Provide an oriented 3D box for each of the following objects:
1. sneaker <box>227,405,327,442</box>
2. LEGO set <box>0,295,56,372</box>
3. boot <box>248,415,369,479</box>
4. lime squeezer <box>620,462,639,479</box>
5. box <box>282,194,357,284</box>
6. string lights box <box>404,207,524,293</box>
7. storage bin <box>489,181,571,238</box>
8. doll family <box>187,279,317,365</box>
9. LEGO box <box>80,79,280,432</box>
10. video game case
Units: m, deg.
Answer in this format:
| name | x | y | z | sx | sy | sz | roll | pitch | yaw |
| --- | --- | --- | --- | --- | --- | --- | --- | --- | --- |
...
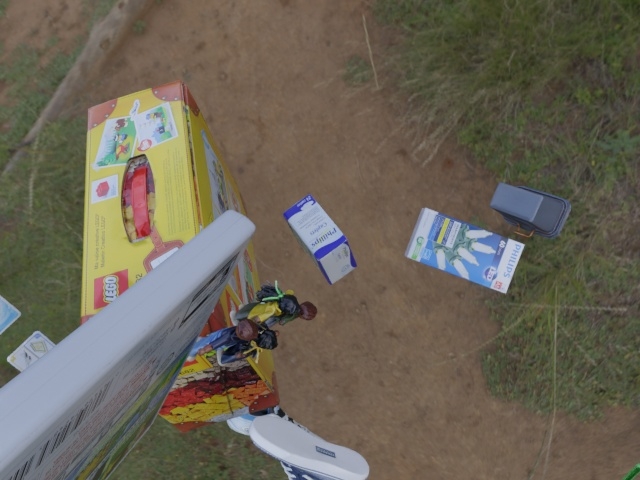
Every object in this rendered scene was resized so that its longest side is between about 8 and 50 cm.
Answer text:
| name | x | y | z | sx | sy | sz | roll | pitch | yaw |
| --- | --- | --- | --- | --- | --- | --- | --- | --- | --- |
| sneaker | -0.082 | 0.398 | 1.280 | 0.237 | 0.085 | 0.086 | 24 | 99 | -1 |
| LEGO set | -0.386 | 0.184 | 0.706 | 0.182 | 0.244 | 0.060 | -47 | 37 | -19 |
| boot | -0.030 | 0.324 | 0.864 | 0.190 | 0.069 | 0.086 | 28 | 109 | -11 |
| lime squeezer | 0.657 | 0.629 | 1.392 | 0.058 | 0.110 | 0.311 | 25 | 100 | 29 |
| box | 0.000 | 0.000 | 1.225 | 0.072 | 0.126 | 0.137 | -36 | 61 | -5 |
| string lights box | 0.357 | 0.024 | 1.515 | 0.259 | 0.077 | 0.133 | 20 | 93 | 2 |
| storage bin | 0.407 | -0.062 | 1.209 | 0.135 | 0.091 | 0.098 | 30 | 101 | 48 |
| doll family | -0.079 | 0.106 | 0.748 | 0.111 | 0.076 | 0.193 | -18 | 16 | 39 |
| LEGO box | -0.246 | 0.031 | 1.086 | 0.193 | 0.372 | 0.500 | -17 | 53 | 3 |
| video game case | -0.184 | 0.151 | 0.466 | 0.036 | 0.329 | 0.300 | 33 | 120 | 3 |
